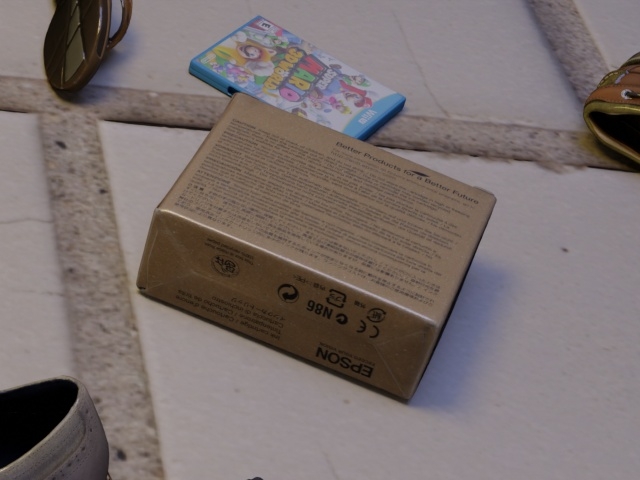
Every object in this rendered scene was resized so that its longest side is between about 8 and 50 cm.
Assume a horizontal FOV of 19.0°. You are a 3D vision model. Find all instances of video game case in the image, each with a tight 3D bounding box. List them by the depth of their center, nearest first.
[{"bbox_3d":[-0.020,-0.141,1.738,0.166,0.015,0.119,31,39,16],"label":"video game case"}]

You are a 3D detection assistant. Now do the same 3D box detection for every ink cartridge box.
[{"bbox_3d":[0.000,0.000,1.511,0.235,0.088,0.193,22,36,6],"label":"ink cartridge box"}]

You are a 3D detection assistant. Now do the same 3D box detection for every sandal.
[{"bbox_3d":[-0.201,-0.204,1.705,0.060,0.090,0.219,28,25,-24],"label":"sandal"}]

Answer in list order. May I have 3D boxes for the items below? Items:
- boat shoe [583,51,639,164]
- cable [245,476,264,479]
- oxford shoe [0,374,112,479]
[{"bbox_3d":[0.382,-0.066,1.748,0.307,0.110,0.104,26,41,26],"label":"boat shoe"},{"bbox_3d":[0.000,0.205,1.220,0.150,0.184,0.047,36,81,4],"label":"cable"},{"bbox_3d":[-0.293,0.156,1.132,0.348,0.130,0.123,-16,42,-20],"label":"oxford shoe"}]
